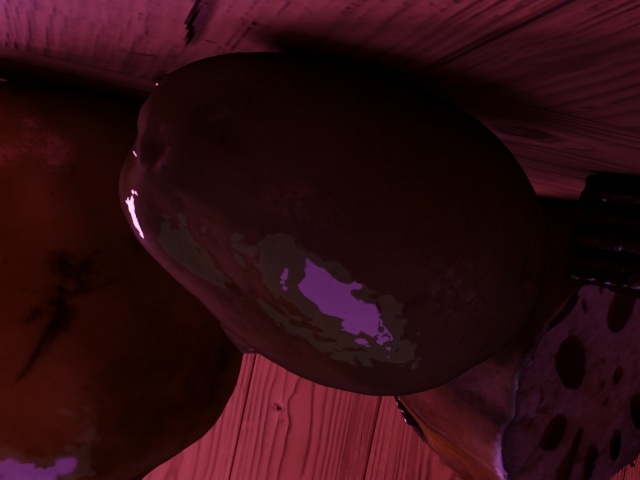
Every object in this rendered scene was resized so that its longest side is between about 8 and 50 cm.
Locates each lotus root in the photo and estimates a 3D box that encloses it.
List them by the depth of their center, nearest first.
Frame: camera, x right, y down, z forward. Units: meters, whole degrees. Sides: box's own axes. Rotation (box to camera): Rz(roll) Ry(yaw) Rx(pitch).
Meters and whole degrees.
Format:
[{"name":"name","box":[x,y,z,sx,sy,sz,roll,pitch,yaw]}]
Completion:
[{"name":"lotus root","box":[0.162,0.079,1.277,0.192,0.272,0.272,22,-176,33]}]

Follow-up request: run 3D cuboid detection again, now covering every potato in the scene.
[{"name":"potato","box":[0.010,-0.009,0.808,0.235,0.160,0.178,28,132,-25]}]

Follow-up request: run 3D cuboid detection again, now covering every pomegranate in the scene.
[{"name":"pomegranate","box":[-0.216,0.040,1.184,0.333,0.332,0.332,12,178,1]}]

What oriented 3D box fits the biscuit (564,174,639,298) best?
[{"name":"biscuit","box":[0.271,0.017,1.051,0.252,0.070,0.106,14,178,-44]}]

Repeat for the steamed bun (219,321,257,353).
[{"name":"steamed bun","box":[0.000,0.000,0.979,0.172,0.155,0.141,12,179,10]}]
